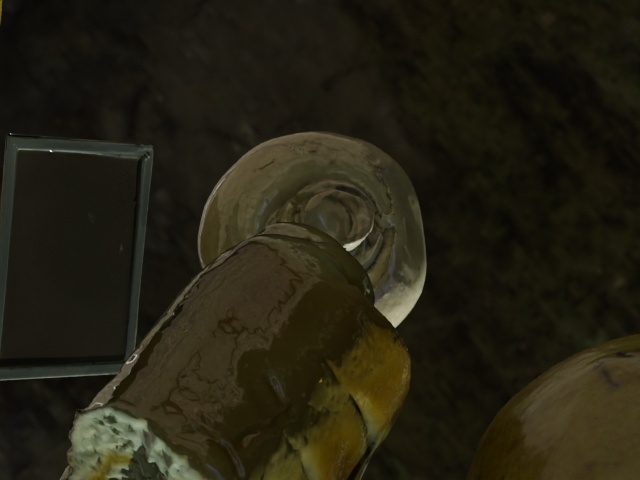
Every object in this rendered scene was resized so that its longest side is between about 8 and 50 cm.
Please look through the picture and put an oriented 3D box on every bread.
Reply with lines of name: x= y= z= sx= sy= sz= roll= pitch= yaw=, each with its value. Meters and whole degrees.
bread: x=-0.056 y=0.150 z=1.437 sx=0.341 sy=0.210 sz=0.300 roll=-52 pitch=175 yaw=-44

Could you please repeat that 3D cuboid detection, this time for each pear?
pear: x=0.255 y=0.207 z=1.257 sx=0.304 sy=0.304 sz=0.304 roll=-35 pitch=164 yaw=-11

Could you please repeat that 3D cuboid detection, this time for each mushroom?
mushroom: x=0.000 y=0.000 z=1.828 sx=0.246 sy=0.246 sz=0.202 roll=-34 pitch=179 yaw=-17

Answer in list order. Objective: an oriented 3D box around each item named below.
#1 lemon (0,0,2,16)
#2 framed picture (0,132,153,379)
lemon: x=-0.417 y=-0.203 z=1.525 sx=0.322 sy=0.268 sz=0.268 roll=-46 pitch=172 yaw=-36
framed picture: x=-0.261 y=0.019 z=1.821 sx=0.197 sy=0.014 sz=0.252 roll=1 pitch=96 yaw=-47
